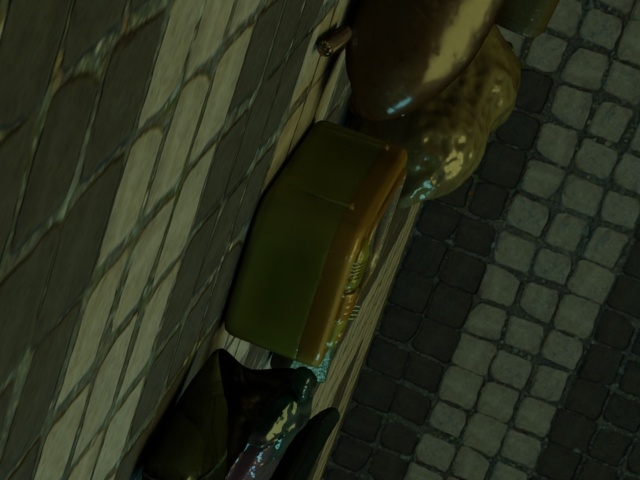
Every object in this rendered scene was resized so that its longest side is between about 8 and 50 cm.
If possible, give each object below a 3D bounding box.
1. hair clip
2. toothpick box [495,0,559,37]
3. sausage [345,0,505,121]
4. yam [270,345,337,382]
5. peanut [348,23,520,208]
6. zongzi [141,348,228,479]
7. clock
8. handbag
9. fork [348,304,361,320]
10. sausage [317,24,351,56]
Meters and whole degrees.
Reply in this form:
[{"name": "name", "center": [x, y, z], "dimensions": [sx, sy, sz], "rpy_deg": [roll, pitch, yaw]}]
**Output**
[{"name": "hair clip", "center": [-0.109, 0.253, 1.611], "dimensions": [0.359, 0.095, 0.110], "rpy_deg": [-65, -159, 0]}, {"name": "toothpick box", "center": [0.226, -0.377, 2.014], "dimensions": [0.308, 0.190, 0.187], "rpy_deg": [111, 2, -51]}, {"name": "sausage", "center": [0.144, -0.323, 1.667], "dimensions": [0.136, 0.123, 0.501], "rpy_deg": [-9, -126, 62]}, {"name": "yam", "center": [-0.002, 0.070, 2.046], "dimensions": [0.068, 0.068, 0.169], "rpy_deg": [-58, 168, -64]}, {"name": "peanut", "center": [0.113, -0.151, 1.981], "dimensions": [0.291, 0.143, 0.159], "rpy_deg": [-53, 131, -53]}, {"name": "zongzi", "center": [-0.096, 0.135, 1.453], "dimensions": [0.104, 0.052, 0.113], "rpy_deg": [18, 80, -79]}, {"name": "clock", "center": [0.000, 0.000, 1.619], "dimensions": [0.202, 0.096, 0.143], "rpy_deg": [-61, 168, -62]}, {"name": "handbag", "center": [-0.076, 0.321, 2.220], "dimensions": [0.247, 0.079, 0.260], "rpy_deg": [-58, 171, -57]}, {"name": "fork", "center": [0.012, 0.132, 2.716], "dimensions": [0.034, 0.028, 0.219], "rpy_deg": [-63, 174, 23]}, {"name": "sausage", "center": [0.011, -0.155, 1.532], "dimensions": [0.100, 0.015, 0.015], "rpy_deg": [-52, 162, -72]}]
